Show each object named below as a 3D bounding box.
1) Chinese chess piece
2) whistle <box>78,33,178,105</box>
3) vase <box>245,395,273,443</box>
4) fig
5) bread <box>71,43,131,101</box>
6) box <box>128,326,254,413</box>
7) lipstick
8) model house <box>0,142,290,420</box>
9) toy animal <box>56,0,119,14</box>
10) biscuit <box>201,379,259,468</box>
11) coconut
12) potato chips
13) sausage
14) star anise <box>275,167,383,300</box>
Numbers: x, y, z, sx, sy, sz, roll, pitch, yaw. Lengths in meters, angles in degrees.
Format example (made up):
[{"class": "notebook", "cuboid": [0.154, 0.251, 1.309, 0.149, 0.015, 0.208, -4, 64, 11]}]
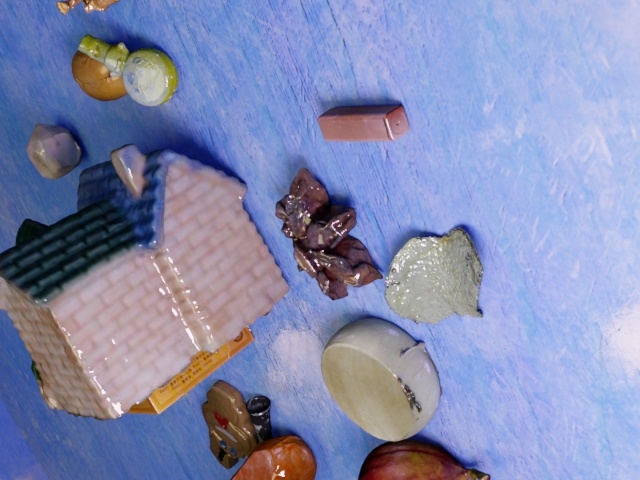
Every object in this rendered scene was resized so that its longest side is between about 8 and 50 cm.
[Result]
[{"class": "Chinese chess piece", "cuboid": [0.109, 0.247, 1.673, 0.238, 0.092, 0.237, 30, 138, 31]}, {"class": "whistle", "cuboid": [-0.345, -0.317, 1.708, 0.198, 0.057, 0.104, 29, 119, 11]}, {"class": "vase", "cuboid": [-0.127, 0.429, 2.127, 0.059, 0.059, 0.167, 22, 135, 37]}, {"class": "fig", "cuboid": [0.196, 0.438, 1.700, 0.250, 0.186, 0.203, -26, 127, 13]}, {"class": "bread", "cuboid": [-0.419, -0.320, 1.806, 0.189, 0.077, 0.114, 3, 118, 50]}, {"class": "box", "cuboid": [-0.292, 0.255, 1.977, 0.174, 0.274, 0.076, -11, 111, 52]}, {"class": "lipstick", "cuboid": [0.063, -0.174, 1.405, 0.145, 0.045, 0.045, 7, 126, 47]}, {"class": "model house", "cuboid": [-0.377, 0.041, 1.750, 0.395, 0.445, 0.399, 2, 122, 51]}, {"class": "toy animal", "cuboid": [-0.388, -0.500, 1.613, 0.114, 0.116, 0.255, 12, 126, 13]}, {"class": "biscuit", "cuboid": [-0.221, 0.462, 2.278, 0.183, 0.047, 0.319, 45, 146, 15]}, {"class": "coconut", "cuboid": [-0.587, -0.202, 2.070, 0.110, 0.110, 0.124, -7, 121, 51]}, {"class": "potato chips", "cuboid": [0.190, 0.066, 1.458, 0.228, 0.059, 0.167, -22, 109, 49]}, {"class": "sausage", "cuboid": [-0.110, 0.536, 2.070, 0.153, 0.141, 0.268, 50, 120, 32]}, {"class": "star anise", "cuboid": [0.004, 0.006, 1.583, 0.220, 0.099, 0.214, 48, 154, 6]}]
